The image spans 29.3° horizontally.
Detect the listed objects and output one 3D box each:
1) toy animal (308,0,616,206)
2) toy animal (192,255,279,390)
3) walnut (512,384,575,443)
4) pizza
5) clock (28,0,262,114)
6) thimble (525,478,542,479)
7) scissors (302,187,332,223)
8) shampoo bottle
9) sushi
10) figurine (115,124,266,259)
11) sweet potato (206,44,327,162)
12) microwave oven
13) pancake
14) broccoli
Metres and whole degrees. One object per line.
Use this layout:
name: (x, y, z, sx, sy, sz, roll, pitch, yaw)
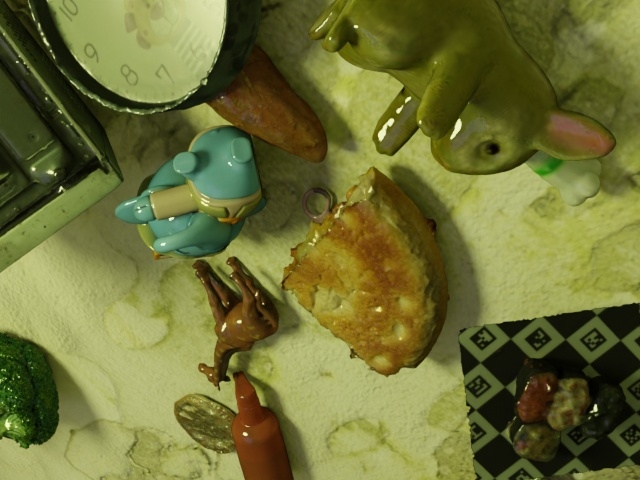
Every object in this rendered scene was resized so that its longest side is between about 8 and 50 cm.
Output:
toy animal: (0.148, -0.143, 1.253, 0.363, 0.180, 0.181, 50, 176, -8)
toy animal: (-0.139, 0.133, 1.830, 0.224, 0.066, 0.229, -2, 123, 41)
walnut: (0.277, 0.189, 1.553, 0.116, 0.116, 0.207, -10, 122, 42)
pizza: (0.054, 0.041, 1.575, 0.226, 0.086, 0.335, 6, 133, 23)
clock: (-0.207, -0.293, 1.384, 0.312, 0.061, 0.312, 13, 115, 29)
thimble: (0.275, 0.349, 1.725, 0.062, 0.084, 0.110, 24, 141, 16)
scissors: (0.000, 0.000, 1.631, 0.085, 0.022, 0.176, 25, 137, 3)
shampoo bottle: (-0.100, 0.323, 1.979, 0.085, 0.085, 0.244, 12, 132, 27)
sushi: (0.288, 0.202, 1.474, 0.219, 0.047, 0.231, -9, 113, 2)
figurine: (-0.160, -0.056, 1.561, 0.154, 0.180, 0.262, 51, 163, 9)
sweet potato: (-0.088, -0.184, 1.470, 0.252, 0.097, 0.097, 37, 141, -8)
microwave oven: (-0.500, -0.100, 1.561, 0.333, 0.394, 0.247, 54, 180, -22)
pancake: (-0.191, 0.309, 2.075, 0.139, 0.022, 0.139, 20, 139, 19)
broccoli: (-0.592, 0.281, 2.194, 0.269, 0.241, 0.261, 49, 171, 32)
